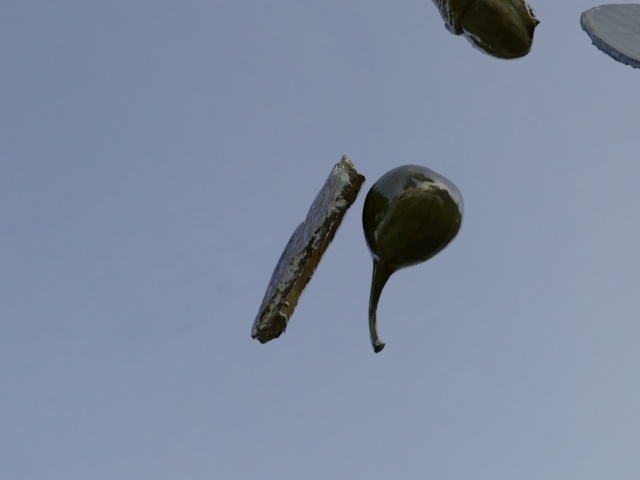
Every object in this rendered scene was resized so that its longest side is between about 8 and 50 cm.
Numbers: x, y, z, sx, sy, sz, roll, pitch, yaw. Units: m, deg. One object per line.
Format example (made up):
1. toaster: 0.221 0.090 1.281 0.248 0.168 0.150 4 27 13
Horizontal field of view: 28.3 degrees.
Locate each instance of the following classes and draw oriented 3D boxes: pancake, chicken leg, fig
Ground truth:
1. pancake: 0.000 0.000 1.594 0.057 0.266 0.244 27 -21 -7
2. chicken leg: 0.163 -0.300 1.501 0.103 0.228 0.088 -54 -1 -7
3. fig: 0.096 0.022 1.565 0.124 0.124 0.236 15 -85 -35

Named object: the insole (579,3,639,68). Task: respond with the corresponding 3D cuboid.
1. insole: 0.269 -0.101 0.779 0.119 0.348 0.009 -10 -63 -14
